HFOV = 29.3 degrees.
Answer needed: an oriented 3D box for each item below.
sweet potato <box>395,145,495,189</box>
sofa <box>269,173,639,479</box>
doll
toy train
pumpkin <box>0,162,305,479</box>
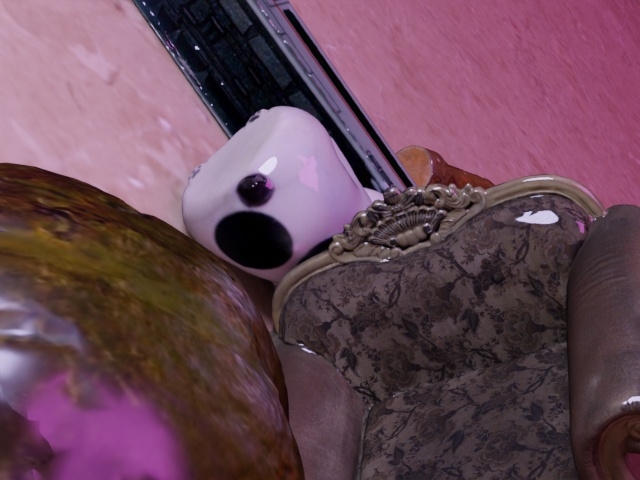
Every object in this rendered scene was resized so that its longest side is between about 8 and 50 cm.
[{"bbox_3d":[0.143,-0.030,1.148,0.067,0.059,0.281,30,5,35],"label":"sweet potato"},{"bbox_3d":[0.072,0.092,0.672,0.182,0.258,0.200,59,24,-26],"label":"sofa"},{"bbox_3d":[-0.005,-0.005,0.811,0.181,0.110,0.107,41,9,-38],"label":"doll"},{"bbox_3d":[-0.052,-0.147,0.917,0.407,0.086,0.088,55,27,-2],"label":"toy train"},{"bbox_3d":[-0.100,0.111,0.390,0.242,0.232,0.325,43,32,-30],"label":"pumpkin"}]
